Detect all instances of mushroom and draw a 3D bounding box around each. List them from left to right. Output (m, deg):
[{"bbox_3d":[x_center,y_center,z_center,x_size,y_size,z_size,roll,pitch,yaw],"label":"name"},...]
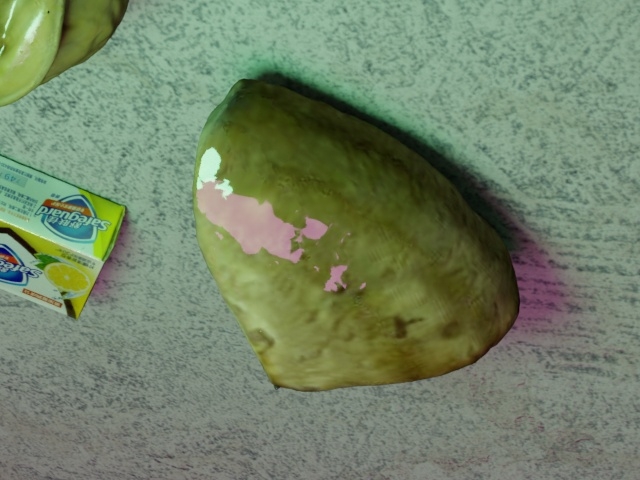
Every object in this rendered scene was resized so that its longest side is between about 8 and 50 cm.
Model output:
[{"bbox_3d":[0.032,-0.012,1.761,0.314,0.224,0.397,-2,138,26],"label":"mushroom"}]

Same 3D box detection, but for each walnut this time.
[{"bbox_3d":[-0.332,-0.275,1.525,0.296,0.285,0.285,8,152,-37],"label":"walnut"}]

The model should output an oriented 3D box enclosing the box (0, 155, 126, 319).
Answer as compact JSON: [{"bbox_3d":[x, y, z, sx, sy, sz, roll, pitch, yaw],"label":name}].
[{"bbox_3d":[-0.412,-0.016,2.021,0.265,0.097,0.168,24,142,-10],"label":"box"}]
